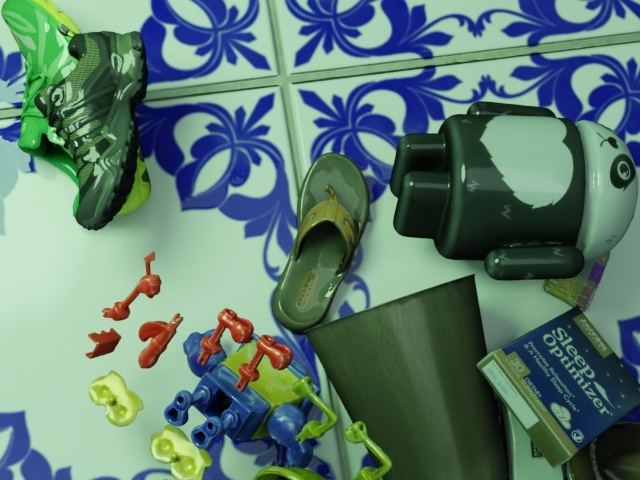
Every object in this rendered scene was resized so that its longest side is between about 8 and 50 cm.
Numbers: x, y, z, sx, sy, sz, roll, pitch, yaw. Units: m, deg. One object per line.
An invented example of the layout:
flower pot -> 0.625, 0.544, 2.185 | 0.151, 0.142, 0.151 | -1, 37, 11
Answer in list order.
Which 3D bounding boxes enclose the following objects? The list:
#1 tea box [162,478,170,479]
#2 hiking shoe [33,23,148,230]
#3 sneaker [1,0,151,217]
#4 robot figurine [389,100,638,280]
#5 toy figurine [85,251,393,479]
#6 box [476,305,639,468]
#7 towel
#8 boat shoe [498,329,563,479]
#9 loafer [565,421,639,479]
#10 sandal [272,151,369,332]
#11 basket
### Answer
tea box -> -0.121, 0.464, 1.204 | 0.324, 0.220, 0.329 | 35, 77, 2
hiking shoe -> -0.256, -0.123, 1.297 | 0.114, 0.086, 0.226 | 7, 78, 0
sneaker -> -0.303, -0.158, 1.369 | 0.124, 0.109, 0.295 | -26, 82, -14
robot figurine -> 0.224, -0.061, 1.365 | 0.278, 0.173, 0.209 | 2, 91, -5
toy figurine -> -0.046, 0.163, 1.276 | 0.363, 0.217, 0.191 | 36, 112, 19
box -> 0.284, 0.152, 1.327 | 0.225, 0.036, 0.136 | -19, 67, -48
towel -> 0.310, 0.039, 1.438 | 0.060, 0.009, 0.083 | 26, 77, 1
boat shoe -> 0.235, 0.213, 1.362 | 0.078, 0.070, 0.219 | 9, 68, -9
loafer -> 0.459, 0.263, 1.321 | 0.366, 0.130, 0.133 | 10, 50, 0
sandal -> 0.000, 0.000, 1.391 | 0.090, 0.060, 0.219 | 22, 78, -1
basket -> 0.111, 0.176, 1.323 | 0.204, 0.154, 0.226 | -19, 85, 8
